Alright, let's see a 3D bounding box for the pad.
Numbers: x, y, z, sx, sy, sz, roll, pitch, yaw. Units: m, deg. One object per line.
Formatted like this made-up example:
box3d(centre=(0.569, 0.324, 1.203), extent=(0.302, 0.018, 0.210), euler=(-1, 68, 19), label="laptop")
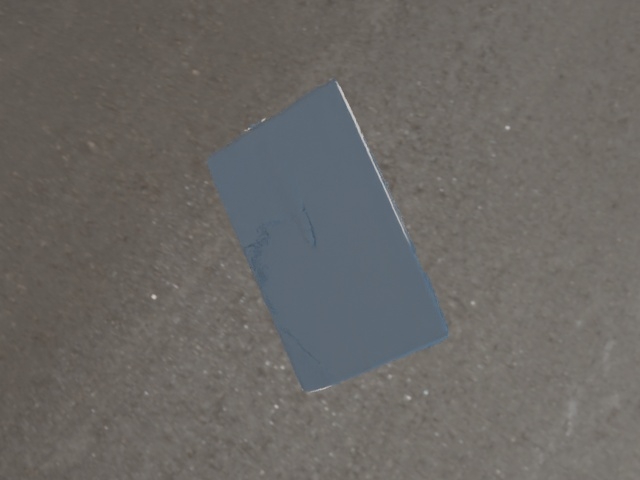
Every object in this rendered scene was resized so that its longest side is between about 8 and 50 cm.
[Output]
box3d(centre=(0.000, 0.000, 0.794), extent=(0.004, 0.156, 0.232), euler=(-15, 80, -58), label="pad")
